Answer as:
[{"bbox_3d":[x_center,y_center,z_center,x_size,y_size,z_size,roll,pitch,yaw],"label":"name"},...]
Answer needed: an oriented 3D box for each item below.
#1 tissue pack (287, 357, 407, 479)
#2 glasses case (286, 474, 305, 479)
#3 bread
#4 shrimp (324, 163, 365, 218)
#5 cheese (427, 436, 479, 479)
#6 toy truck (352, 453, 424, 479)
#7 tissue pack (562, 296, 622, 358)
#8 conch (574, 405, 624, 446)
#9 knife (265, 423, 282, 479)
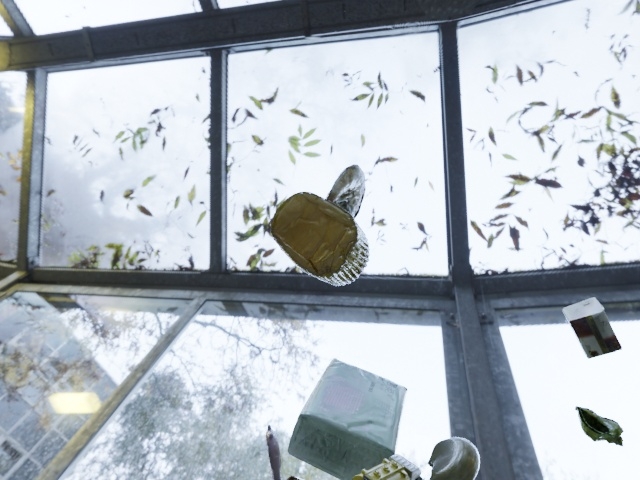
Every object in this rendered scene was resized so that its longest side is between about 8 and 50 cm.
[{"bbox_3d":[0.114,0.633,1.462,0.331,0.405,0.206,20,-76,13],"label":"tissue pack"},{"bbox_3d":[-0.026,0.725,1.184,0.041,0.064,0.170,-49,-52,-5],"label":"glasses case"},{"bbox_3d":[0.000,0.000,1.008,0.250,0.133,0.179,30,-93,29],"label":"bread"},{"bbox_3d":[0.043,-0.093,1.396,0.109,0.446,0.221,21,-36,24],"label":"shrimp"},{"bbox_3d":[0.409,0.712,1.288,0.091,0.202,0.175,53,-51,3],"label":"cheese"},{"bbox_3d":[0.164,0.598,1.000,0.097,0.226,0.114,18,-88,40],"label":"toy truck"},{"bbox_3d":[0.849,0.275,1.285,0.106,0.099,0.149,-28,-80,23],"label":"tissue pack"},{"bbox_3d":[0.685,0.457,1.009,0.074,0.089,0.121,-52,-125,10],"label":"conch"},{"bbox_3d":[-0.104,0.693,1.099,0.038,0.132,0.400,-10,-81,-16],"label":"knife"}]
